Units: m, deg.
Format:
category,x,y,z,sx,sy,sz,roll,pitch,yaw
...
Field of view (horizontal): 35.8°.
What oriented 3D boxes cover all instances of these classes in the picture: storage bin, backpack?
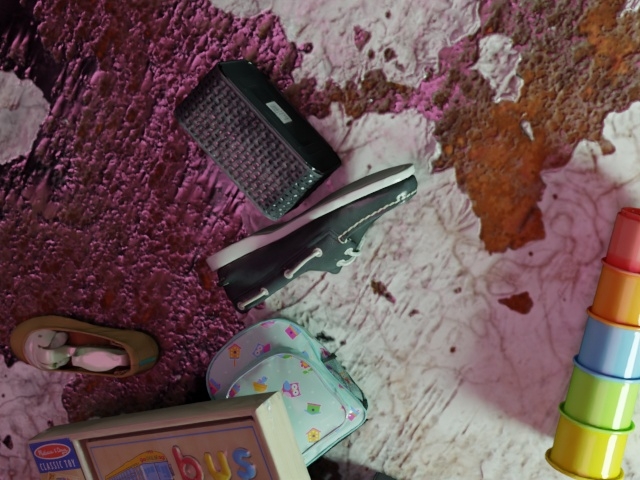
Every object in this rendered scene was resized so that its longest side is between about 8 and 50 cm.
category,x,y,z,sx,sy,sz,roll,pitch,yaw
storage bin,-0.073,-0.124,1.189,0.084,0.122,0.180,-42,89,21
backpack,-0.051,0.191,1.240,0.166,0.144,0.188,-38,79,4

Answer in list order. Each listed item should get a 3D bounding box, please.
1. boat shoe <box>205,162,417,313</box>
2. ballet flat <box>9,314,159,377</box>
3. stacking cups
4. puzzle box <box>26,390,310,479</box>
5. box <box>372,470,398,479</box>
category,x,y,z,sx,sy,sz,roll,pitch,yaw
boat shoe,0.000,0.000,1.208,0.303,0.114,0.091,-25,94,32
ballet flat,-0.338,0.148,1.354,0.232,0.073,0.080,0,102,16
stacking cups,0.335,0.118,1.149,0.096,0.096,0.316,11,101,14
puzzle box,-0.176,0.342,1.233,0.409,0.052,0.272,-15,97,35
box,0.075,0.463,1.257,0.143,0.165,0.270,22,107,11
